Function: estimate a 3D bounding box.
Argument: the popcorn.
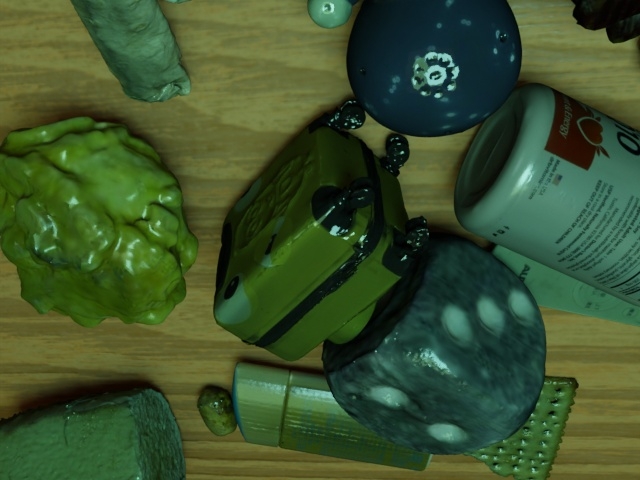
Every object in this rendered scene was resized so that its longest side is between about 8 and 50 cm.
[{"bbox_3d":[-0.252,-0.025,0.719,0.265,0.192,0.233,24,141,19],"label":"popcorn"}]

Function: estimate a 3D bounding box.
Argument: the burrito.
[{"bbox_3d":[-0.184,-0.203,0.580,0.082,0.059,0.275,0,165,4],"label":"burrito"}]

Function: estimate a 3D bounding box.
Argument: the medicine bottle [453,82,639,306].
[{"bbox_3d":[0.292,-0.030,0.654,0.288,0.157,0.157,23,121,-8],"label":"medicine bottle"}]

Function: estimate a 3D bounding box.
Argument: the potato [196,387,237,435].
[{"bbox_3d":[-0.147,0.245,0.941,0.051,0.040,0.083,-2,121,22],"label":"potato"}]

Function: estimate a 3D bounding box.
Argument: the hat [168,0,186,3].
[{"bbox_3d":[-0.144,-0.367,0.520,0.257,0.168,0.301,31,97,-38],"label":"hat"}]

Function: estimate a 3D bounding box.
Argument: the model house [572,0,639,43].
[{"bbox_3d":[0.312,-0.289,0.417,0.316,0.283,0.297,-13,119,15],"label":"model house"}]

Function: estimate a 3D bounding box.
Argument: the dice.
[{"bbox_3d":[0.124,0.115,0.725,0.183,0.182,0.181,35,140,-14],"label":"dice"}]

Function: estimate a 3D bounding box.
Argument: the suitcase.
[{"bbox_3d":[0.000,0.000,0.684,0.143,0.194,0.235,33,120,-25],"label":"suitcase"}]

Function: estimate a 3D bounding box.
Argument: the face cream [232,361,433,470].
[{"bbox_3d":[0.017,0.244,0.906,0.284,0.067,0.139,9,121,0],"label":"face cream"}]

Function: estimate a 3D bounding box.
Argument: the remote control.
[{"bbox_3d":[0.343,0.053,0.769,0.309,0.038,0.090,13,122,-2],"label":"remote control"}]

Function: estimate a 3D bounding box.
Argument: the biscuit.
[{"bbox_3d":[0.271,0.264,0.920,0.143,0.016,0.203,6,121,2],"label":"biscuit"}]

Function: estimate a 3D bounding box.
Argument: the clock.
[{"bbox_3d":[0.088,-0.210,0.578,0.199,0.147,0.244,-10,113,7],"label":"clock"}]

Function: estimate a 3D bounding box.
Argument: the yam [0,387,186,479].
[{"bbox_3d":[-0.334,0.326,0.923,0.271,0.203,0.201,-10,156,7],"label":"yam"}]
